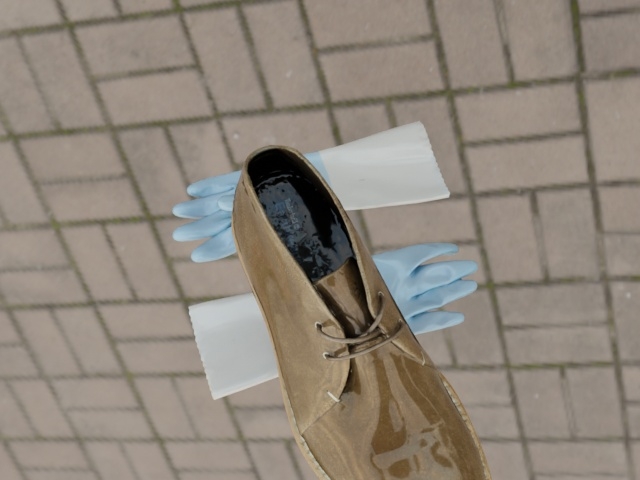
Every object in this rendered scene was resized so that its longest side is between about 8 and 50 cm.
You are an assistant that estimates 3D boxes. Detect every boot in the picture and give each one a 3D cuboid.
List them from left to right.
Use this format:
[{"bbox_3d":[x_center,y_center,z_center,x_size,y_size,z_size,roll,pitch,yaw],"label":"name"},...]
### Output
[{"bbox_3d":[0.019,0.074,0.756,0.112,0.305,0.115,-26,164,-8],"label":"boot"}]

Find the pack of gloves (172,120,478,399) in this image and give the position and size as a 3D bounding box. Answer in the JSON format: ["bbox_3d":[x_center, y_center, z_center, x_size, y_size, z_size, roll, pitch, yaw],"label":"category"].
[{"bbox_3d":[0.000,0.000,0.906,0.232,0.195,0.046,-16,149,-5],"label":"pack of gloves"}]
